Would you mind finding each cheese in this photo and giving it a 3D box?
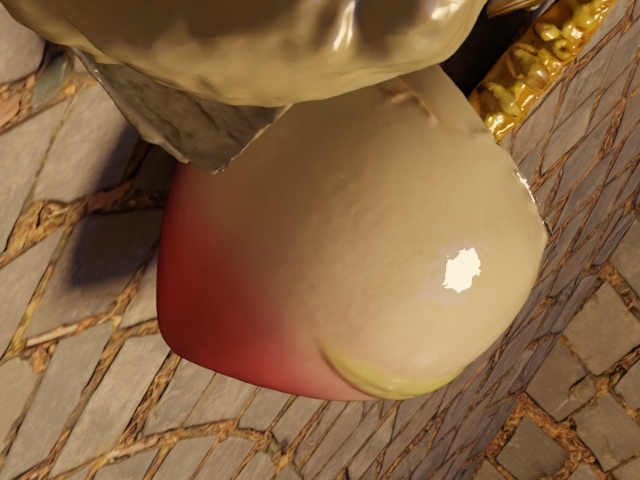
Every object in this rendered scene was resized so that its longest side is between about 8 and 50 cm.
[{"bbox_3d":[-0.031,-0.228,0.840,0.318,0.326,0.115,-17,172,8],"label":"cheese"}]

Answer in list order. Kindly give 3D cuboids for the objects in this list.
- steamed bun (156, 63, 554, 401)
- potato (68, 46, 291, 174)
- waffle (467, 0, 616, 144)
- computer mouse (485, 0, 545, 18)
[{"bbox_3d":[0.000,0.000,1.346,0.309,0.309,0.309,-47,162,-21],"label":"steamed bun"},{"bbox_3d":[-0.033,-0.202,1.058,0.264,0.189,0.211,-47,-175,-20],"label":"potato"},{"bbox_3d":[0.208,-0.168,1.829,0.283,0.065,0.309,-46,173,-47],"label":"waffle"},{"bbox_3d":[0.247,-0.286,1.768,0.199,0.045,0.102,-46,-167,-24],"label":"computer mouse"}]
